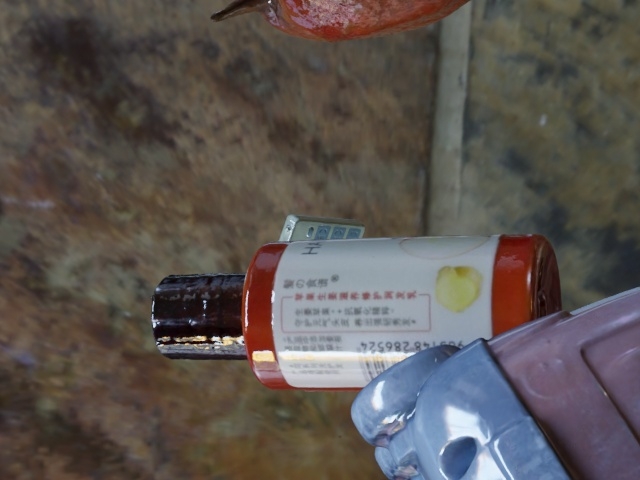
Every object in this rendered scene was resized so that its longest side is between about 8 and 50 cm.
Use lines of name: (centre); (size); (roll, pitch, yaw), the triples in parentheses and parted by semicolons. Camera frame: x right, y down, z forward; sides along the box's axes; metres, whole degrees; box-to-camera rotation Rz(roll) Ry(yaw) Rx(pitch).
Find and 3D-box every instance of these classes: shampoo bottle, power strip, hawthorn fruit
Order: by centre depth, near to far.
shampoo bottle: (0.018, 0.051, 1.008); (0.278, 0.104, 0.104); (-2, 82, 19)
hawthorn fruit: (0.020, -0.253, 1.214); (0.262, 0.210, 0.210); (-29, 83, 1)
power strip: (0.000, 0.000, 1.249); (0.016, 0.090, 0.040); (34, 111, 43)

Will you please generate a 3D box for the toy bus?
toy bus: (0.168, 0.132, 0.830); (0.231, 0.294, 0.197); (-30, 69, -2)
